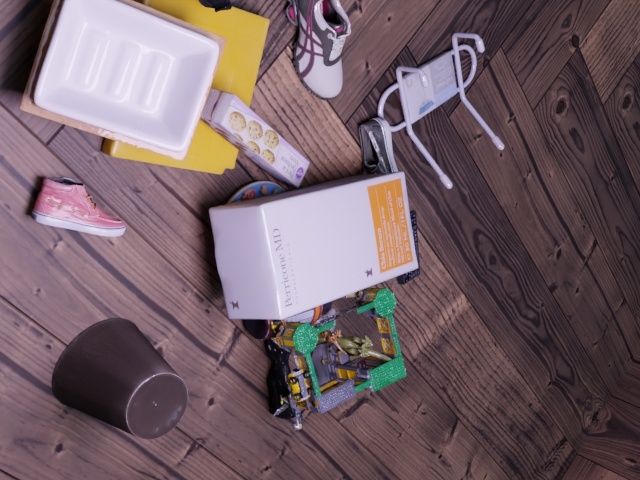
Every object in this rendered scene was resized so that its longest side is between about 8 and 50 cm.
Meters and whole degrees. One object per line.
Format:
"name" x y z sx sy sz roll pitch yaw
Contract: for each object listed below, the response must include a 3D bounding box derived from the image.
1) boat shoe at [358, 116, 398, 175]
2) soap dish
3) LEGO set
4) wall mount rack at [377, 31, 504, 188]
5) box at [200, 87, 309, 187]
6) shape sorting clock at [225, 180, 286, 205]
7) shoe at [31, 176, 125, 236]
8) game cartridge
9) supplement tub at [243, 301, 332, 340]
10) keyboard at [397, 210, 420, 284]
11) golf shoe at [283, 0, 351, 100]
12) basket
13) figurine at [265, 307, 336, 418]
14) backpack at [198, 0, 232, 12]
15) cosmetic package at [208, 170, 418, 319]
"boat shoe" 0.130 -0.173 2.052 0.070 0.078 0.219 -27 114 -34
"soap dish" -0.333 -0.286 1.502 0.291 0.118 0.228 17 96 -28
"LEGO set" 0.017 0.237 1.930 0.331 0.192 0.255 -30 105 -32
"wall mount rack" 0.306 -0.314 2.120 0.350 0.130 0.304 -35 126 -28
"box" -0.125 -0.197 1.757 0.067 0.063 0.324 -64 149 -8
"shape sorting clock" -0.135 -0.026 1.880 0.206 0.040 0.206 -16 115 -38
"shoe" -0.422 -0.061 1.587 0.178 0.063 0.081 12 102 -40
"game cartridge" -0.251 -0.298 1.677 0.285 0.053 0.323 7 102 -44
"supplement tub" -0.068 0.146 1.957 0.198 0.106 0.106 -16 115 -39
"keyboard" 0.212 0.023 2.228 0.108 0.023 0.180 -25 120 -34
"golf shoe" 0.005 -0.407 1.821 0.105 0.120 0.272 -37 128 -29
"basket" -0.358 0.264 1.646 0.204 0.227 0.154 -44 130 -23
"figurine" -0.034 0.275 2.052 0.215 0.092 0.209 -21 114 -37
"backpack" -0.155 -0.575 1.525 0.263 0.277 0.213 35 49 -36
"cosmetic package" 0.000 0.000 1.856 0.453 0.161 0.230 -18 101 -46
